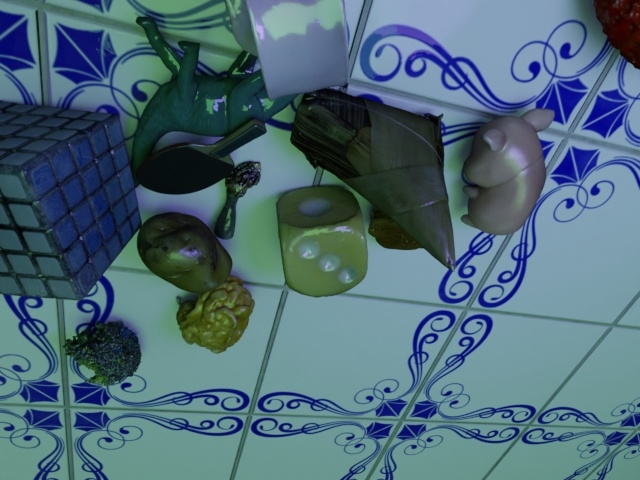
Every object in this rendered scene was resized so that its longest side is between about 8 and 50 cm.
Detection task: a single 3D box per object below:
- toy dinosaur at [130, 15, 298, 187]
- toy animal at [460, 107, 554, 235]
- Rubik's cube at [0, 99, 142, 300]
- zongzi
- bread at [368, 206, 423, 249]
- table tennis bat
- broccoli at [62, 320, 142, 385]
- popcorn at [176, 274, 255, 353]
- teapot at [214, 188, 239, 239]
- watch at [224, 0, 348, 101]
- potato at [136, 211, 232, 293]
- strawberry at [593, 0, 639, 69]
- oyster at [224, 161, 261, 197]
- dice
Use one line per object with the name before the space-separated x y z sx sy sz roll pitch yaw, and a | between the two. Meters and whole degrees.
toy dinosaur | -0.184 -0.200 0.791 0.383 0.129 0.331 4 134 -14
toy animal | 0.364 -0.124 0.880 0.166 0.154 0.250 -40 133 -34
Rubik's cube | -0.462 -0.066 0.710 0.238 0.237 0.237 5 127 6
zongzi | 0.091 -0.108 0.756 0.289 0.318 0.154 10 141 -15
bread | 0.164 -0.036 0.927 0.140 0.069 0.128 -2 146 47
table tennis bat | -0.209 -0.144 0.789 0.274 0.021 0.154 -23 159 28
broccoli | -0.510 0.262 1.035 0.160 0.167 0.155 -11 95 31
popcorn | -0.231 0.178 1.006 0.194 0.140 0.163 -33 118 15
teapot | -0.189 -0.058 0.907 0.042 0.043 0.111 10 120 -16
watch | -0.030 -0.305 0.529 0.210 0.217 0.248 -12 131 -4
potato | -0.268 0.029 0.880 0.137 0.154 0.200 -36 151 0
strawberry | 0.586 -0.433 0.662 0.312 0.267 0.351 -24 100 14
oyster | -0.148 -0.124 0.867 0.083 0.019 0.054 -43 102 -10
dice | 0.000 0.000 0.898 0.166 0.169 0.169 -7 125 -3
